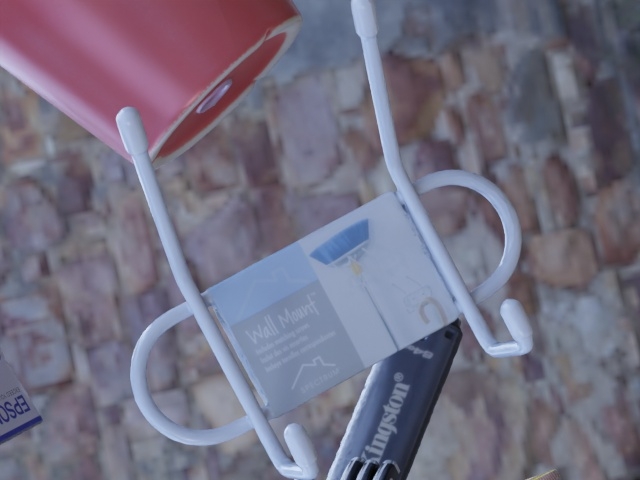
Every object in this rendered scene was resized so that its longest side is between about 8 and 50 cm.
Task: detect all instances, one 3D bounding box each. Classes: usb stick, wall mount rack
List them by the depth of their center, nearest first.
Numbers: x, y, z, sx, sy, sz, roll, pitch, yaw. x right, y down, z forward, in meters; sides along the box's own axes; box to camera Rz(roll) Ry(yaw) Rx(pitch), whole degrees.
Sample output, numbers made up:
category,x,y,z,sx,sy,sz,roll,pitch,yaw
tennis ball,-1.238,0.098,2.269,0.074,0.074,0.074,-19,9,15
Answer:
category,x,y,z,sx,sy,sz,roll,pitch,yaw
wall mount rack,0.000,0.000,1.362,0.304,0.350,0.130,62,163,-1
usb stick,0.060,0.192,1.721,0.278,0.077,0.045,-67,-26,-15

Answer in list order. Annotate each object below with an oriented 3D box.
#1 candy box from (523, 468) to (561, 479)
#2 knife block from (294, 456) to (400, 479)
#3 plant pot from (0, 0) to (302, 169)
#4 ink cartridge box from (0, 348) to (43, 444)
category,x,y,z,sx,sy,sz,roll,pitch,yaw
candy box,0.154,0.401,2.022,0.183,0.316,0.087,-107,-5,-45
knife block,0.013,0.328,1.517,0.088,0.242,0.275,45,-171,-42
plant pot,-0.166,-0.210,1.546,0.243,0.275,0.275,47,175,2
ink cartridge box,-0.379,0.057,1.419,0.307,0.072,0.303,63,-163,1
